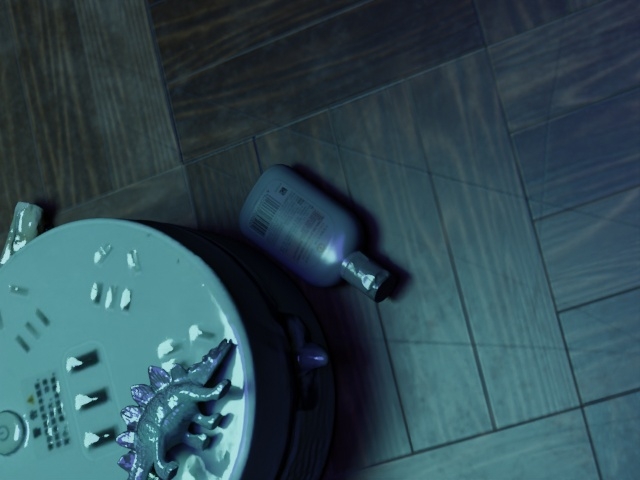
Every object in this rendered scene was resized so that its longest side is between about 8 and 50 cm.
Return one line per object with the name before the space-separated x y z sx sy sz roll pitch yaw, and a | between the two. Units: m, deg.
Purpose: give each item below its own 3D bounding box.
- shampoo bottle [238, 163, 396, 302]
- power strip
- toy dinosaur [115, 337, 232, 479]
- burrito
shampoo bottle | 0.000 0.000 1.650 0.165 0.040 0.080 36 101 26
power strip | -0.158 0.143 1.653 0.357 0.161 0.357 -3 84 28
toy dinosaur | -0.140 0.170 1.528 0.082 0.039 0.209 30 89 28
burrito | -0.314 0.050 1.816 0.045 0.041 0.185 15 95 20
